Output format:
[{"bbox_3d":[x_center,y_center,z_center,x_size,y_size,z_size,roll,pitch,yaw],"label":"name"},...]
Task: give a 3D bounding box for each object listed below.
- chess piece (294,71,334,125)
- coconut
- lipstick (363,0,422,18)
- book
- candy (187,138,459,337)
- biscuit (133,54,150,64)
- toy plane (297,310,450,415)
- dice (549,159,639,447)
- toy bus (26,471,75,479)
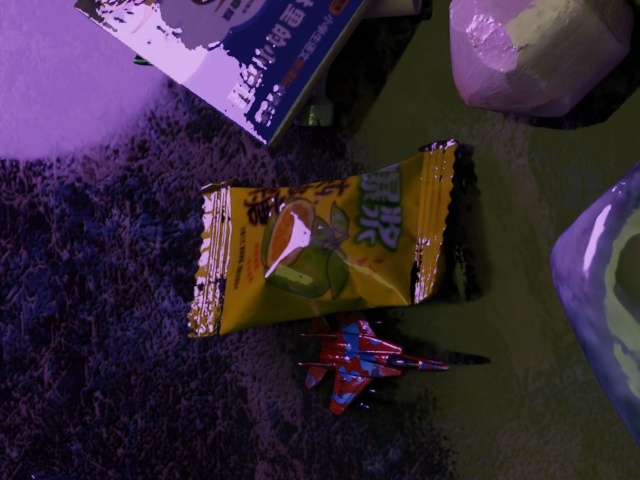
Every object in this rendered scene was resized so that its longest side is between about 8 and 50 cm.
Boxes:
[{"bbox_3d":[-0.006,-0.171,1.706,0.067,0.067,0.103,3,98,21],"label":"chess piece"},{"bbox_3d":[0.200,-0.201,1.577,0.183,0.171,0.171,-38,76,13],"label":"coconut"},{"bbox_3d":[0.038,-0.247,1.701,0.130,0.038,0.038,-2,88,20],"label":"lipstick"},{"bbox_3d":[-0.097,-0.265,1.715,0.322,0.018,0.228,36,95,31],"label":"book"},{"bbox_3d":[0.000,0.000,1.678,0.297,0.081,0.187,-10,61,28],"label":"candy"},{"bbox_3d":[-0.176,-0.233,1.792,0.046,0.016,0.089,13,93,21],"label":"biscuit"},{"bbox_3d":[0.059,0.118,1.665,0.189,0.061,0.130,5,90,34],"label":"toy plane"},{"bbox_3d":[0.412,0.052,1.399,0.330,0.328,0.348,-33,78,16],"label":"dice"},{"bbox_3d":[-0.339,0.384,1.760,0.138,0.167,0.275,45,108,16],"label":"toy bus"}]
